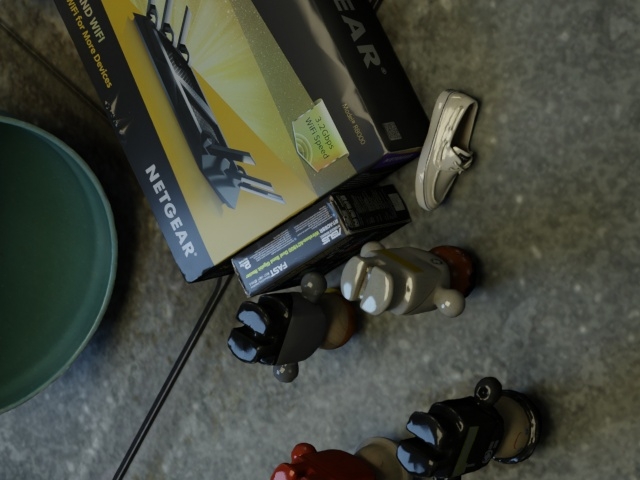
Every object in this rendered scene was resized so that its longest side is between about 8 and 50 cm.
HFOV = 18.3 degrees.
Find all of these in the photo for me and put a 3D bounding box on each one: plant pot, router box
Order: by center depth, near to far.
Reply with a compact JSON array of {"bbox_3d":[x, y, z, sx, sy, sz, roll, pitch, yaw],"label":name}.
[{"bbox_3d":[0.000,0.000,1.631,0.122,0.092,0.038,-33,79,34],"label":"router box"},{"bbox_3d":[-0.074,-0.154,1.666,0.243,0.081,0.309,-33,78,34],"label":"router box"},{"bbox_3d":[-0.356,-0.003,1.793,0.196,0.293,0.293,37,120,54],"label":"plant pot"}]

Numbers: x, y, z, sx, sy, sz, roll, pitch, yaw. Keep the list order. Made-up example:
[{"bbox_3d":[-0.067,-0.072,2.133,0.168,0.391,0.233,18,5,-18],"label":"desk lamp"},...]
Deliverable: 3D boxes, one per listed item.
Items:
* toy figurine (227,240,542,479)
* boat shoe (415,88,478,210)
[{"bbox_3d":[0.052,0.111,1.589,0.213,0.148,0.210,-28,76,37],"label":"toy figurine"},{"bbox_3d":[0.104,-0.069,1.584,0.035,0.035,0.100,21,103,34],"label":"boat shoe"}]
